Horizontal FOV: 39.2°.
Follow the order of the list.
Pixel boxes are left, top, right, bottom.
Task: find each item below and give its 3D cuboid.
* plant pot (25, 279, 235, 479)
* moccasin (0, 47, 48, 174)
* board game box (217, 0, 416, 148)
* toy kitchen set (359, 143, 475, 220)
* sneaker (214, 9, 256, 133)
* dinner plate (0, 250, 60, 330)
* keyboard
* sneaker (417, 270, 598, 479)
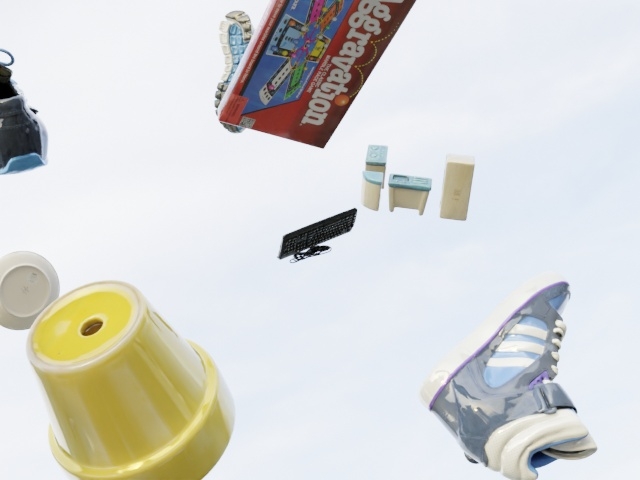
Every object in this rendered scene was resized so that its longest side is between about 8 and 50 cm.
[{"bbox_3d":[-0.268,0.192,1.215,0.254,0.254,0.239,-25,-51,-9],"label":"plant pot"},{"bbox_3d":[-0.454,-0.202,1.233,0.138,0.342,0.116,-24,-52,-35],"label":"moccasin"},{"bbox_3d":[-0.002,-0.224,1.029,0.145,0.027,0.281,12,-43,-22],"label":"board game box"},{"bbox_3d":[0.188,-0.140,1.745,0.207,0.166,0.122,7,-59,5],"label":"toy kitchen set"},{"bbox_3d":[-0.117,-0.258,1.417,0.071,0.190,0.083,2,-6,21],"label":"sneaker"},{"bbox_3d":[-0.520,0.088,1.577,0.141,0.017,0.141,-2,-86,-43],"label":"dinner plate"},{"bbox_3d":[0.000,0.000,1.867,0.192,0.038,0.100,-21,-33,-29],"label":"keyboard"},{"bbox_3d":[0.325,0.209,1.308,0.323,0.236,0.130,-36,-31,-25],"label":"sneaker"}]
